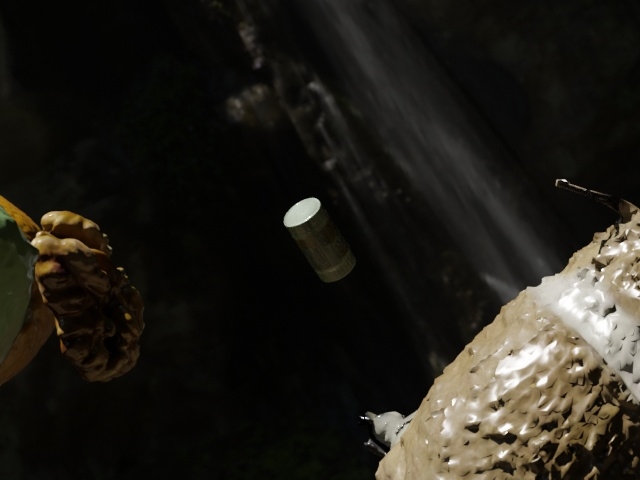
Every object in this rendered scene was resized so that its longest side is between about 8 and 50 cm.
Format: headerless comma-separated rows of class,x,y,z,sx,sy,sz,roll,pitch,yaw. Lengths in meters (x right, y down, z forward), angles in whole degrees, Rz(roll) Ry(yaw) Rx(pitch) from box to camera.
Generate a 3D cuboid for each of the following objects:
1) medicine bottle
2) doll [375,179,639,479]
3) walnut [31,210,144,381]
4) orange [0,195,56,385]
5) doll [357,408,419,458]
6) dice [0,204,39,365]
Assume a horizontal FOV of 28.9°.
medicine bottle,0.000,0.000,1.327,0.047,0.083,0.047,-25,29,15
doll,0.084,0.087,0.444,0.221,0.115,0.105,-58,-3,-2
walnut,-0.217,0.053,1.189,0.069,0.170,0.143,-19,26,7
orange,-0.400,0.053,1.294,0.264,0.264,0.264,-24,-15,-7
doll,0.121,0.220,1.105,0.149,0.192,0.095,-24,-30,15
dice,-0.414,0.034,0.823,0.330,0.322,0.318,-56,-14,-4
